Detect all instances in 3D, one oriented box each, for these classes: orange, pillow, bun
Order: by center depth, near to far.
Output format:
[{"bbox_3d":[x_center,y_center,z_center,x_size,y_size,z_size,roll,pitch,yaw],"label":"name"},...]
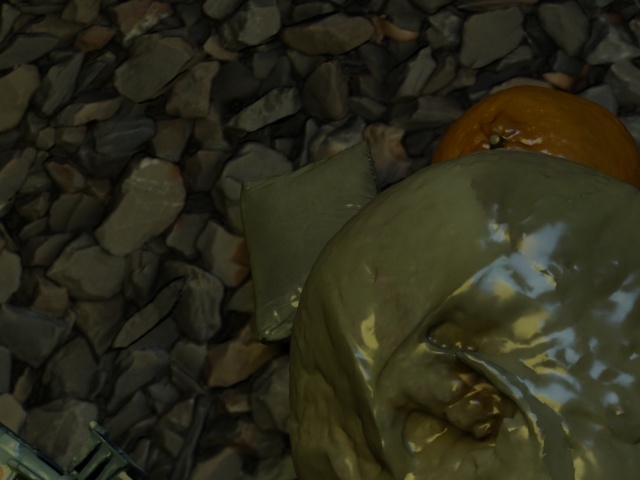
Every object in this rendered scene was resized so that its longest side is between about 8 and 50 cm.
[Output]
[{"bbox_3d":[0.131,0.115,0.826,0.361,0.213,0.361,-3,81,17],"label":"bun"},{"bbox_3d":[0.173,-0.042,1.004,0.177,0.155,0.178,-2,60,3],"label":"orange"},{"bbox_3d":[0.000,0.000,1.078,0.134,0.078,0.181,-15,54,9],"label":"pillow"}]

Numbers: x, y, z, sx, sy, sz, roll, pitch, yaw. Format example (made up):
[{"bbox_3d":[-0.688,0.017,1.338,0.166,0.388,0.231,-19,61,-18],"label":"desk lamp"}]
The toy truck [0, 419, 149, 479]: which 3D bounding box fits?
[{"bbox_3d":[-0.261,0.287,0.951,0.184,0.133,0.338,24,71,19],"label":"toy truck"}]
